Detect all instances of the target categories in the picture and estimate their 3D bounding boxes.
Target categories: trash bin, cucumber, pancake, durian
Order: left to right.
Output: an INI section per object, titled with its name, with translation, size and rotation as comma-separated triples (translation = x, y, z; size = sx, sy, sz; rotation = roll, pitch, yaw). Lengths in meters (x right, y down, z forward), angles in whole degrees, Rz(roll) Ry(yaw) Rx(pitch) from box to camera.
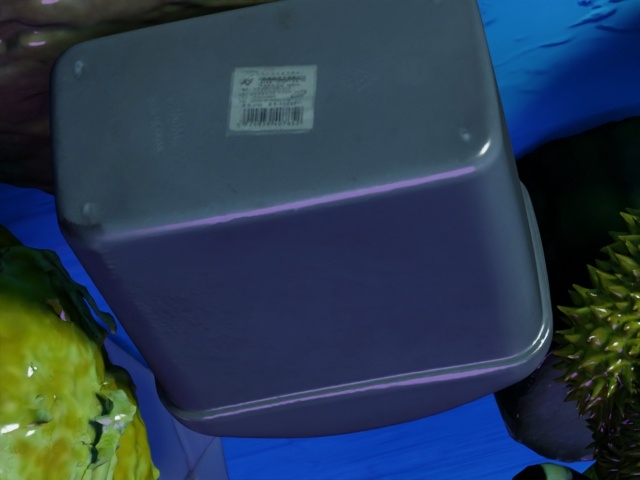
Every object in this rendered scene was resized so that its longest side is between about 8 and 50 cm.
[pancake]
translation = -0.066, -0.070, 0.655
size = 0.242, 0.050, 0.242
rotation = -7, 156, -3
[trash bin]
translation = 0.000, 0.000, 0.653
size = 0.177, 0.101, 0.236
rotation = -9, 155, 7
[cucumber]
translation = 0.163, 0.021, 0.866
size = 0.191, 0.130, 0.191
rotation = -13, 148, -8
[durian]
translation = 0.188, 0.064, 0.695
size = 0.146, 0.198, 0.159
rotation = 4, -171, -36

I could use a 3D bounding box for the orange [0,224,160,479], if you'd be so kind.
[orange]
translation = -0.217, 0.077, 0.683
size = 0.300, 0.223, 0.301
rotation = 21, 148, -20

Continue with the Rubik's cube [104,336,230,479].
[Rubik's cube]
translation = -0.171, 0.213, 0.981
size = 0.225, 0.231, 0.221
rotation = -18, 154, 8
